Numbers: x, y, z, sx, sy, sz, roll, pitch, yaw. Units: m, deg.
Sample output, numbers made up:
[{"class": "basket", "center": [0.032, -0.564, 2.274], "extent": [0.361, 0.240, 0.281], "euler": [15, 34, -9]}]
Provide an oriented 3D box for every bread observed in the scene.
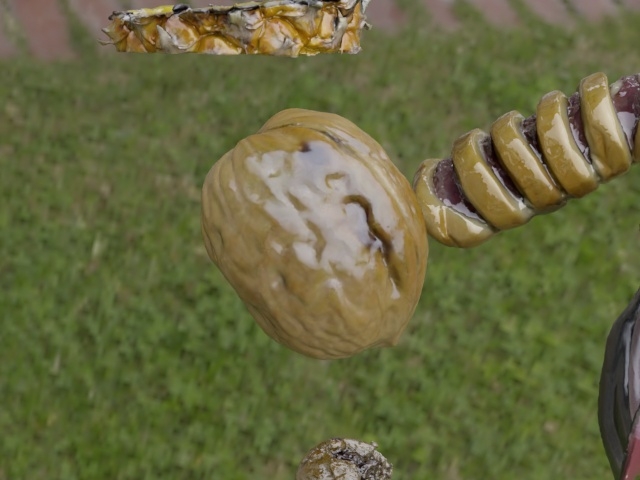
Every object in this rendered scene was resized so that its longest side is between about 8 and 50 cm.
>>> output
[{"class": "bread", "center": [0.178, -0.072, 1.475], "extent": [0.081, 0.225, 0.134], "euler": [61, 13, -9]}, {"class": "bread", "center": [0.020, 0.224, 1.766], "extent": [0.082, 0.060, 0.113], "euler": [19, 16, 13]}]

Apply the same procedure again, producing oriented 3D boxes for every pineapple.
[{"class": "pineapple", "center": [-0.062, -0.158, 1.369], "extent": [0.221, 0.047, 0.221], "euler": [-3, 7, 0]}]

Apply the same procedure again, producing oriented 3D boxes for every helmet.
[{"class": "helmet", "center": [0.309, 0.069, 1.421], "extent": [0.154, 0.253, 0.198], "euler": [4, 15, 0]}]

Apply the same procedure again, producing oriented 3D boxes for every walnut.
[{"class": "walnut", "center": [0.000, 0.000, 1.304], "extent": [0.155, 0.155, 0.184], "euler": [-35, 87, -43]}]
